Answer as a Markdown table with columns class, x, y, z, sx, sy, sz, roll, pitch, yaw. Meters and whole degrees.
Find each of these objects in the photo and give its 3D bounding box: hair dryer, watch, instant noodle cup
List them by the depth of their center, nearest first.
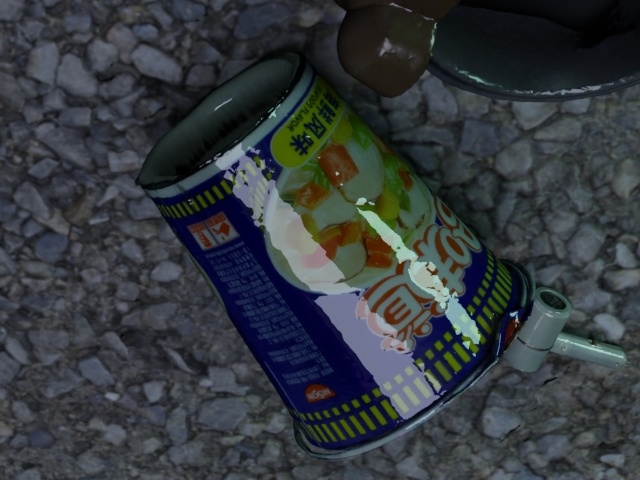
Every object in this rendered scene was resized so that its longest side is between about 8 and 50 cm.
| class | x | y | z | sx | sy | sz | roll | pitch | yaw |
| --- | --- | --- | --- | --- | --- | --- | --- | --- | --- |
| watch | 0.193 | -0.268 | 1.473 | 0.326 | 0.314 | 0.335 | 16 | 143 | -28 |
| instant noodle cup | 0.000 | 0.000 | 1.692 | 0.284 | 0.284 | 0.312 | -31 | 110 | 21 |
| hair dryer | 0.263 | 0.104 | 1.873 | 0.137 | 0.047 | 0.082 | 17 | 123 | -16 |
